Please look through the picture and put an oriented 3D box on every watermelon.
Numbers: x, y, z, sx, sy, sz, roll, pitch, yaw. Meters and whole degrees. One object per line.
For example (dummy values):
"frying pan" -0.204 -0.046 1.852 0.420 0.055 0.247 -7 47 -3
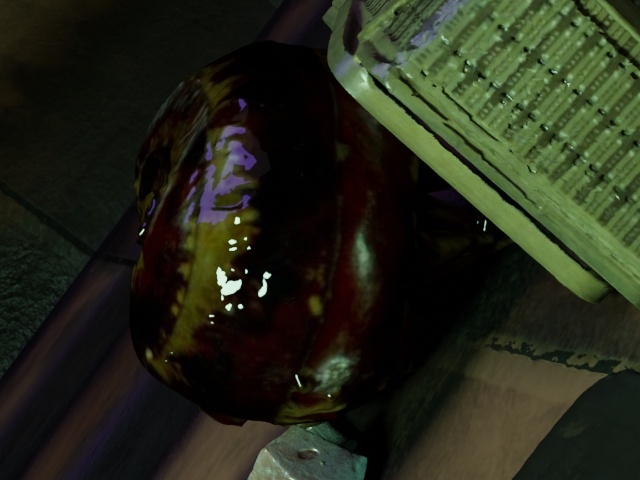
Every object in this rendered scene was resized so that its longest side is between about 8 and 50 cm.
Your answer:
"watermelon" -0.014 0.173 1.218 0.084 0.072 0.092 -67 17 9

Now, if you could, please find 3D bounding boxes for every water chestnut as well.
"water chestnut" 0.000 0.000 1.294 0.300 0.300 0.300 -47 15 17

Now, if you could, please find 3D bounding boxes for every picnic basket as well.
"picnic basket" 0.136 -0.104 1.105 0.175 0.228 0.313 -48 14 7

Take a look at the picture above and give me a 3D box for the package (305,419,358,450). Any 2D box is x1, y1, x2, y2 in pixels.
"package" 0.004 0.147 1.323 0.037 0.015 0.110 -53 13 -1

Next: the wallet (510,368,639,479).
"wallet" 0.152 0.146 0.832 0.165 0.042 0.309 -55 15 -4
